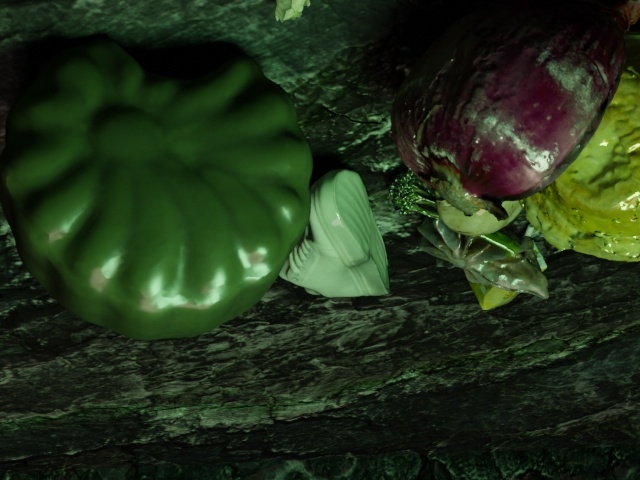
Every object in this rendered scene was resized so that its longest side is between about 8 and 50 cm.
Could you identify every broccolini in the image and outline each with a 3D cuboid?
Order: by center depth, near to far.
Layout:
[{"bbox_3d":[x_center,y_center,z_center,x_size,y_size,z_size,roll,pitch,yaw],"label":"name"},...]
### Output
[{"bbox_3d":[0.195,-0.029,1.509,0.216,0.058,0.067,34,125,-4],"label":"broccolini"}]

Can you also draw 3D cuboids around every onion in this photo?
[{"bbox_3d":[0.216,-0.203,1.151,0.159,0.348,0.267,44,167,-23],"label":"onion"}]

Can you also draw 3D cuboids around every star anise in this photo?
[{"bbox_3d":[0.261,0.006,1.651,0.198,0.110,0.257,1,149,43],"label":"star anise"}]

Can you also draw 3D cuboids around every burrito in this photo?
[{"bbox_3d":[-0.012,-0.290,1.059,0.045,0.041,0.185,-42,174,-36],"label":"burrito"}]

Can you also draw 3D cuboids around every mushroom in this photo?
[{"bbox_3d":[0.225,-0.086,1.432,0.166,0.127,0.166,-35,149,-25],"label":"mushroom"}]

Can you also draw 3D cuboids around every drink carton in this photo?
[{"bbox_3d":[0.335,0.047,1.794,0.084,0.074,0.200,-13,158,-24],"label":"drink carton"}]

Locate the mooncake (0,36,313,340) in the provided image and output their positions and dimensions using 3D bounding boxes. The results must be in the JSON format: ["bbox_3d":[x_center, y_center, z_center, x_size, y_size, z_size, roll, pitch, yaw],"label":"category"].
[{"bbox_3d":[-0.186,-0.059,1.167,0.351,0.351,0.187,0,164,-16],"label":"mooncake"}]

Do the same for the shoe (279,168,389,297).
[{"bbox_3d":[0.000,0.000,1.555,0.160,0.131,0.363,-8,158,11],"label":"shoe"}]

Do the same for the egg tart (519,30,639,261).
[{"bbox_3d":[0.348,-0.111,1.210,0.295,0.294,0.116,-24,169,29],"label":"egg tart"}]
